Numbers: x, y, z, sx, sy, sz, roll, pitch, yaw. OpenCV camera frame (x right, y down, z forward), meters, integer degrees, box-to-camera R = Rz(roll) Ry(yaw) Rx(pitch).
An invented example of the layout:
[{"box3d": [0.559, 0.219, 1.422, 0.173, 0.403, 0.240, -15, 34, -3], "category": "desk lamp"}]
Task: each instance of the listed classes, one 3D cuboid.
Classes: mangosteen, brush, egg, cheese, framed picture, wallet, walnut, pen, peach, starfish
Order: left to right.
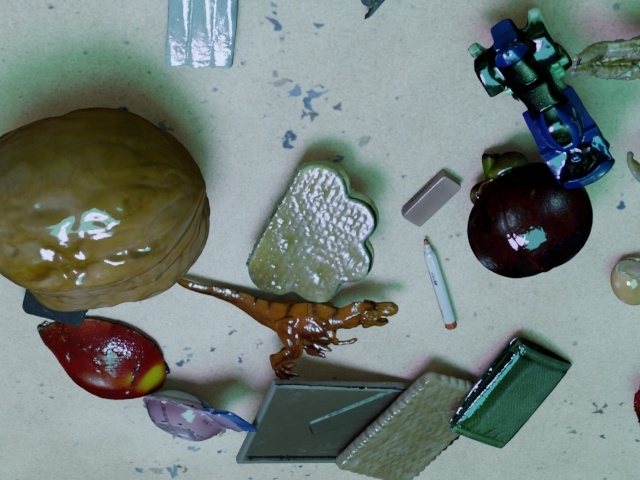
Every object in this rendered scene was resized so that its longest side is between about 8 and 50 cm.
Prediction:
[{"box3d": [-0.482, 0.068, 1.927, 0.123, 0.059, 0.197, 15, 126, -11], "category": "brush"}, {"box3d": [-0.375, -0.053, 1.687, 0.398, 0.308, 0.354, -9, 159, 8], "category": "walnut"}, {"box3d": [-0.436, 0.240, 2.051, 0.279, 0.068, 0.189, 21, 123, -13], "category": "peach"}, {"box3d": [-0.249, 0.356, 2.074, 0.286, 0.074, 0.189, -5, 147, 43], "category": "cheese"}, {"box3d": [0.019, 0.373, 2.100, 0.335, 0.022, 0.247, 5, 129, -25], "category": "framed picture"}, {"box3d": [0.222, 0.083, 1.940, 0.026, 0.026, 0.218, -13, 125, 11], "category": "pen"}, {"box3d": [0.376, 0.307, 2.056, 0.160, 0.055, 0.236, 26, 110, -29], "category": "wallet"}, {"box3d": [0.350, -0.047, 1.737, 0.216, 0.216, 0.216, 1, 127, 1], "category": "mangosteen"}, {"box3d": [0.574, 0.078, 1.895, 0.080, 0.080, 0.096, -6, 132, 6], "category": "egg"}, {"box3d": [0.540, -0.291, 1.591, 0.324, 0.082, 0.432, -35, 128, 3], "category": "starfish"}]

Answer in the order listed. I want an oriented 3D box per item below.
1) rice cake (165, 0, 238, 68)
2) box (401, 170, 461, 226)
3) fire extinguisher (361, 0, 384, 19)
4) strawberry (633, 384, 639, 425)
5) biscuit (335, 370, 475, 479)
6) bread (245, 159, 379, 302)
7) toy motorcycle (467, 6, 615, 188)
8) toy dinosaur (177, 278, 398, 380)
[{"box3d": [-0.184, -0.369, 1.609, 0.124, 0.038, 0.211, 3, 126, 0], "category": "rice cake"}, {"box3d": [0.195, -0.074, 1.826, 0.048, 0.025, 0.115, 29, 122, -25], "category": "box"}, {"box3d": [0.019, -0.457, 1.508, 0.114, 0.095, 0.311, 1, 137, 49], "category": "fire extinguisher"}, {"box3d": [0.696, 0.327, 2.071, 0.140, 0.085, 0.192, -27, 122, 18], "category": "strawberry"}, {"box3d": [0.198, 0.389, 2.131, 0.217, 0.044, 0.325, 21, 123, -31], "category": "biscuit"}, {"box3d": [0.000, 0.000, 1.806, 0.207, 0.056, 0.286, 32, 121, -5], "category": "bread"}, {"box3d": [0.365, -0.205, 1.618, 0.125, 0.196, 0.331, -29, 122, 21], "category": "toy motorcycle"}, {"box3d": [-0.067, 0.169, 1.967, 0.432, 0.097, 0.208, 2, 131, 7], "category": "toy dinosaur"}]
